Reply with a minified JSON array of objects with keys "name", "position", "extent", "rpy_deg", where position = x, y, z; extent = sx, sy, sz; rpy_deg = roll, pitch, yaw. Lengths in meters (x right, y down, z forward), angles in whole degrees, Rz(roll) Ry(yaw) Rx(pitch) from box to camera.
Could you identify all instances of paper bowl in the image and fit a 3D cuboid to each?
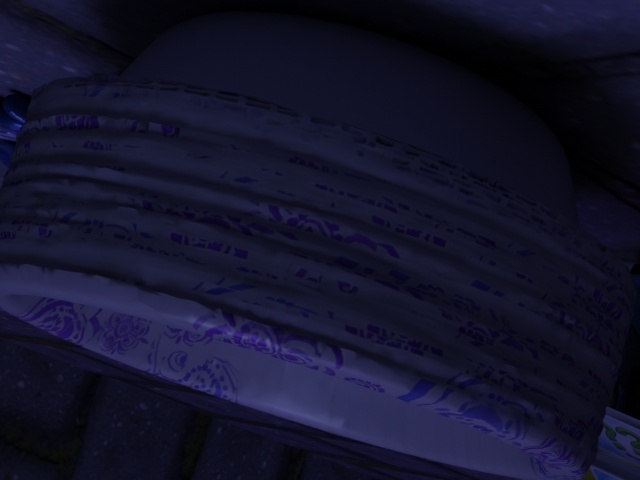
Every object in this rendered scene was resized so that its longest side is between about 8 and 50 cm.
[{"name":"paper bowl","position":[0.000,0.000,0.703],"extent":[0.284,0.148,0.284],"rpy_deg":[16,168,3]}]

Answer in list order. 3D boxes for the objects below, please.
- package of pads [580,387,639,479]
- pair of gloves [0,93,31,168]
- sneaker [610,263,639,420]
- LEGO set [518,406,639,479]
[{"name":"package of pads","position":[0.161,0.109,1.088],"extent":[0.296,0.101,0.229],"rpy_deg":[23,167,-28]},{"name":"pair of gloves","position":[-0.181,-0.056,1.008],"extent":[0.159,0.023,0.198],"rpy_deg":[20,169,-13]},{"name":"sneaker","position":[0.239,0.106,0.904],"extent":[0.262,0.125,0.104],"rpy_deg":[28,167,-41]},{"name":"LEGO set","position":[0.111,0.126,0.874],"extent":[0.244,0.060,0.182],"rpy_deg":[23,157,38]}]
